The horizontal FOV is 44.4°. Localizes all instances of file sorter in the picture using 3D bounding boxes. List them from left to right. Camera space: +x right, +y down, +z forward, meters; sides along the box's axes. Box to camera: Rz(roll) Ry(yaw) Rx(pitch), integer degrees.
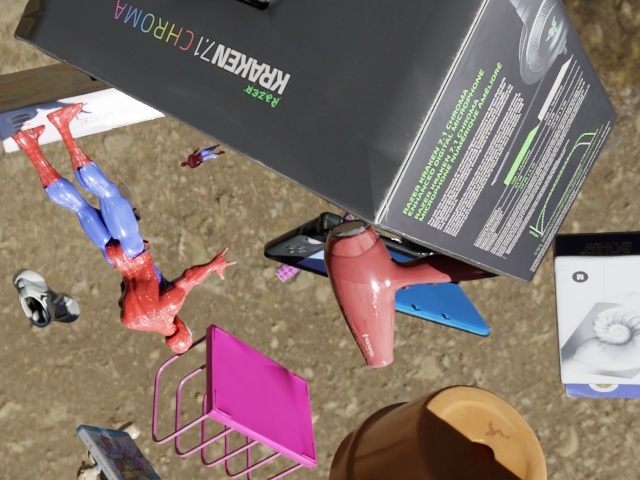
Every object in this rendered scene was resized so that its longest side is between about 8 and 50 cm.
[{"bbox_3d":[-0.176,0.349,1.580,0.182,0.202,0.290,-34,130,23],"label":"file sorter"}]

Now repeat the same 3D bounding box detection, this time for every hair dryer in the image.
[{"bbox_3d":[0.107,0.040,0.947,0.080,0.223,0.294,-35,156,-55],"label":"hair dryer"}]

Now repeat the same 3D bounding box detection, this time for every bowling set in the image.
[{"bbox_3d":[-0.438,0.503,1.619,0.154,0.287,0.200,-34,148,0],"label":"bowling set"}]

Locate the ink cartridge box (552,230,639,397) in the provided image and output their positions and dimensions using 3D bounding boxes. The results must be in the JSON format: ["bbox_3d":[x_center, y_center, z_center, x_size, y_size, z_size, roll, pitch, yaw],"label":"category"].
[{"bbox_3d":[0.336,0.089,0.736,0.223,0.045,0.224,-3,127,19],"label":"ink cartridge box"}]

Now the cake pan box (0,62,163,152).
[{"bbox_3d":[-0.387,-0.233,1.261,0.266,0.246,0.070,-16,121,-16],"label":"cake pan box"}]

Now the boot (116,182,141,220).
[{"bbox_3d":[-0.484,-0.099,1.987,0.037,0.114,0.106,-24,102,-7],"label":"boot"}]

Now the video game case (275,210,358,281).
[{"bbox_3d":[0.000,0.000,2.136,0.232,0.210,0.042,-36,97,24],"label":"video game case"}]

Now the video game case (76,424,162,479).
[{"bbox_3d":[-0.303,0.358,1.236,0.015,0.166,0.119,-50,148,3],"label":"video game case"}]

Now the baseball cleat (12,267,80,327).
[{"bbox_3d":[-0.529,0.136,1.521,0.072,0.109,0.206,-26,147,4],"label":"baseball cleat"}]

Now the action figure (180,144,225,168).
[{"bbox_3d":[-0.269,-0.190,1.771,0.115,0.030,0.038,-32,128,-39],"label":"action figure"}]

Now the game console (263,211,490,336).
[{"bbox_3d":[0.086,0.080,1.276,0.293,0.173,0.250,20,149,-36],"label":"game console"}]

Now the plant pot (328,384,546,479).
[{"bbox_3d":[0.180,0.339,1.118,0.290,0.291,0.203,3,143,-24],"label":"plant pot"}]

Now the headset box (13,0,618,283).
[{"bbox_3d":[0.011,-0.096,0.453,0.283,0.246,0.131,16,101,-60],"label":"headset box"}]

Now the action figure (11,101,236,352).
[{"bbox_3d":[-0.197,-0.015,0.851,0.091,0.139,0.280,-21,101,29],"label":"action figure"}]
